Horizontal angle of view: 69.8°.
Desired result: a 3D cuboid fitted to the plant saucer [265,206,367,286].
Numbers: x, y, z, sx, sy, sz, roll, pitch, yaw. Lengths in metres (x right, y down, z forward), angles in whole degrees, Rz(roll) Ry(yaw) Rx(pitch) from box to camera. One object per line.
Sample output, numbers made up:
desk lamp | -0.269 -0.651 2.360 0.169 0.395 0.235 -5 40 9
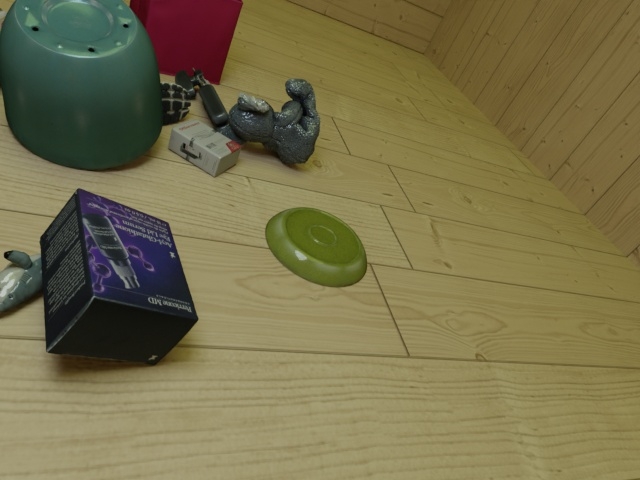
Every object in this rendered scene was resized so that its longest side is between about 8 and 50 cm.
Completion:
plant saucer | 0.000 0.000 0.995 0.241 0.037 0.241 18 36 -14

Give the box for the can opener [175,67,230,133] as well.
can opener | -0.317 -0.380 1.258 0.093 0.074 0.280 -28 54 -11

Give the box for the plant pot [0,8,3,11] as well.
plant pot | -0.780 -0.503 1.090 0.083 0.083 0.079 -18 67 -46

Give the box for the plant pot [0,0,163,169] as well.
plant pot | -0.439 -0.321 0.854 0.293 0.235 0.293 10 60 -18

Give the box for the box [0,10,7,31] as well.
box | -0.709 -0.377 0.910 0.114 0.103 0.203 3 41 -2

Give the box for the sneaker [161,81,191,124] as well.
sneaker | -0.441 -0.343 1.089 0.275 0.107 0.110 -10 40 -41

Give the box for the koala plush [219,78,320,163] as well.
koala plush | -0.133 -0.297 1.163 0.221 0.196 0.203 2 61 -38

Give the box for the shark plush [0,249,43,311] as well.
shark plush | -0.396 0.057 0.668 0.067 0.073 0.161 60 21 11

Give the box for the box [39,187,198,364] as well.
box | -0.281 0.052 0.635 0.153 0.108 0.207 26 26 -49

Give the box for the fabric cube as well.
fabric cube | -0.418 -0.665 1.376 0.254 0.258 0.259 -1 44 -34

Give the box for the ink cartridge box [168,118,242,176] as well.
ink cartridge box | -0.270 -0.219 1.076 0.135 0.056 0.099 32 34 6
